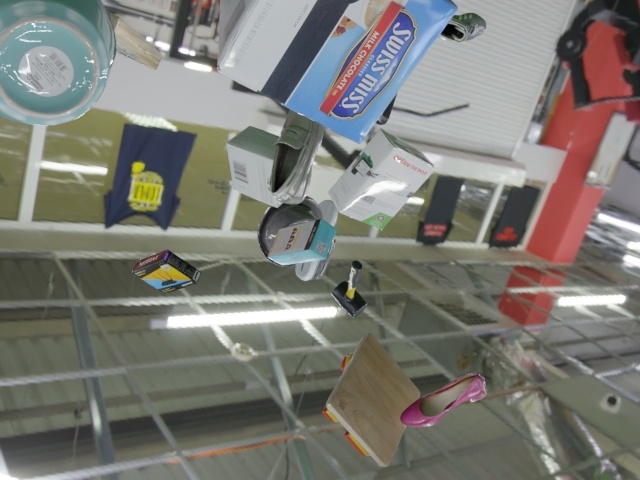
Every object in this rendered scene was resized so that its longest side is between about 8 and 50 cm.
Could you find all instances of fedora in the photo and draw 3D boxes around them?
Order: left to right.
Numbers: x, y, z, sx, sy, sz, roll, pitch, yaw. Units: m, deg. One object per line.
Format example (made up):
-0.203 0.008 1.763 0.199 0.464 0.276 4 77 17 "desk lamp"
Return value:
-0.065 -0.022 2.100 0.275 0.244 0.124 4 -169 -39 "fedora"

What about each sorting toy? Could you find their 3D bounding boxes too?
0.130 0.438 1.794 0.257 0.089 0.255 51 -131 -19 "sorting toy"

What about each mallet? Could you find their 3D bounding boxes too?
0.059 0.082 1.074 0.062 0.039 0.190 49 164 9 "mallet"

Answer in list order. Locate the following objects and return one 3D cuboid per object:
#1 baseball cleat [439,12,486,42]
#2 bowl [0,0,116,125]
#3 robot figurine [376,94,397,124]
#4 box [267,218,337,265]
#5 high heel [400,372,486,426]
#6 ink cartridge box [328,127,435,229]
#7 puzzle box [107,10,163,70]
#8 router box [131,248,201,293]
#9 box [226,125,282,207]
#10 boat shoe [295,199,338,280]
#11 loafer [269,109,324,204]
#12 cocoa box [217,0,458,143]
0.333 -0.497 1.542 0.206 0.072 0.109 -9 -139 -30 "baseball cleat"
-0.512 -0.336 1.185 0.311 0.311 0.163 4 -155 -35 "bowl"
0.040 -0.333 1.307 0.278 0.209 0.173 30 -144 -44 "robot figurine"
-0.056 0.008 1.884 0.060 0.100 0.244 31 159 -26 "box"
0.311 0.410 1.679 0.244 0.117 0.082 -19 -128 11 "high heel"
0.153 -0.151 1.627 0.160 0.219 0.092 20 -150 -39 "ink cartridge box"
-0.575 -0.544 1.634 0.272 0.052 0.409 26 -176 -1 "puzzle box"
-0.463 0.096 1.950 0.179 0.046 0.133 -19 133 43 "router box"
-0.173 -0.225 1.976 0.182 0.181 0.119 23 -132 26 "box"
0.000 0.000 2.581 0.121 0.335 0.119 30 -167 39 "boat shoe"
-0.067 -0.258 1.752 0.112 0.319 0.111 4 172 33 "loafer"
0.004 -0.349 0.940 0.228 0.231 0.347 25 -151 -24 "cocoa box"
